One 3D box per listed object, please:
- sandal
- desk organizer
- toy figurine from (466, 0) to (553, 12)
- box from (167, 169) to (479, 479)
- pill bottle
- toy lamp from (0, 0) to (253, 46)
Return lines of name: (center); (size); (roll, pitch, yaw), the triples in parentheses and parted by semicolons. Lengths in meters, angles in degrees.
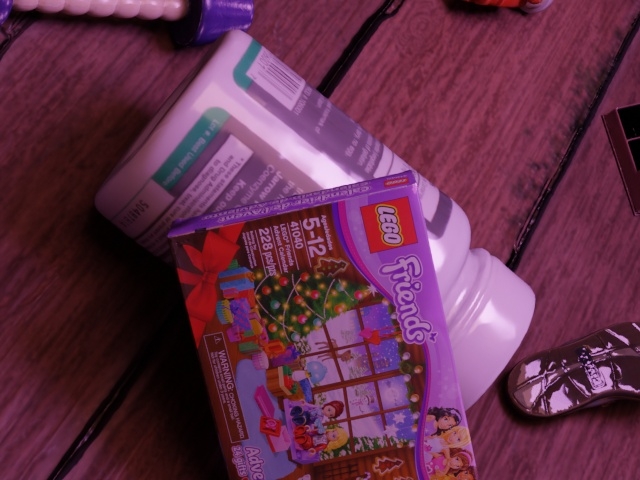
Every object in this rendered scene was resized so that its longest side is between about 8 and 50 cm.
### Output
sandal: (0.283, 0.143, 1.515); (0.219, 0.060, 0.090); (-14, 68, -22)
desk organizer: (0.375, -0.098, 1.700); (0.047, 0.050, 0.130); (-1, 66, -33)
toy figurine: (0.233, -0.377, 1.655); (0.148, 0.213, 0.209); (-10, 69, -47)
box: (0.008, 0.105, 1.198); (0.201, 0.057, 0.293); (-13, 105, 2)
pill bottle: (0.000, 0.000, 1.304); (0.361, 0.204, 0.204); (39, 51, -10)
toy lamp: (-0.190, -0.221, 1.380); (0.275, 0.080, 0.080); (-4, 69, -34)
